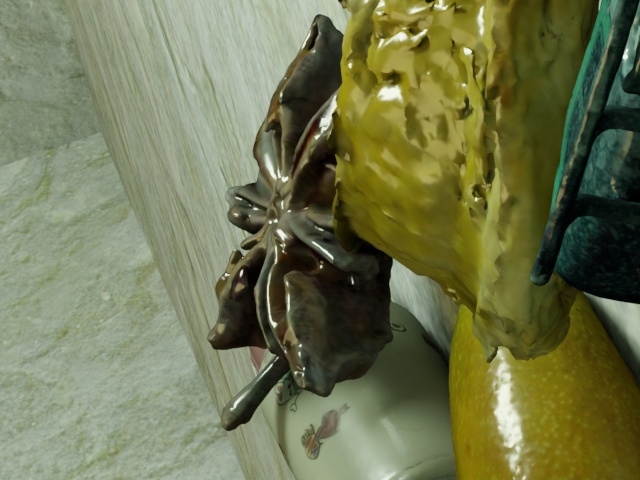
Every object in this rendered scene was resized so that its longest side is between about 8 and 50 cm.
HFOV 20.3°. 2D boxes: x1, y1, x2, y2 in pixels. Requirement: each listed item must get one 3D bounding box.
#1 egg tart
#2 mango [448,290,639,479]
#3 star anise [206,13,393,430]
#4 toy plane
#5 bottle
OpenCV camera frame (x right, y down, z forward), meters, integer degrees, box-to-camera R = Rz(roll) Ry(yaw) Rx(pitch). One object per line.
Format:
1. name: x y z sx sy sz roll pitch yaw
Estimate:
1. egg tart: 0.045 -0.056 0.513 0.191 0.074 0.191 7 -90 -82
2. mango: 0.100 0.112 0.689 0.136 0.099 0.227 75 -179 -69
3. star anise: 0.000 0.000 0.946 0.231 0.089 0.209 125 150 -55
4. toy plane: 0.086 -0.064 0.355 0.096 0.060 0.235 -81 2 -51
5. bottle: 0.024 0.096 1.037 0.233 0.110 0.110 -122 15 -51
